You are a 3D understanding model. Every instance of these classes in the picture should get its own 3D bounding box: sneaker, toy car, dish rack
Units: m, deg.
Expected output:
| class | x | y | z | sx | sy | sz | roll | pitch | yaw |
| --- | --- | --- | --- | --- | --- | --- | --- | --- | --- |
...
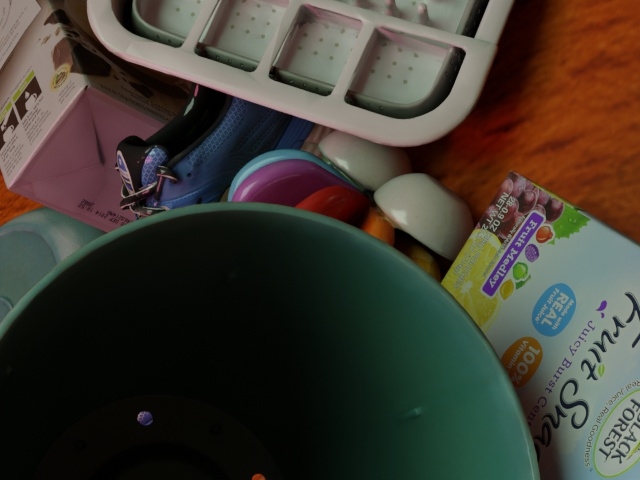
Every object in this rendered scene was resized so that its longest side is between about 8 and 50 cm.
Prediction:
| class | x | y | z | sx | sy | sz | roll | pitch | yaw |
| --- | --- | --- | --- | --- | --- | --- | --- | --- | --- |
| sneaker | -0.111 | -0.012 | 0.992 | 0.130 | 0.147 | 0.330 | 9 | 77 | 56 |
| toy car | 0.000 | 0.000 | 0.880 | 0.159 | 0.136 | 0.182 | -55 | 40 | 11 |
| dish rack | 0.018 | -0.231 | 0.932 | 0.285 | 0.072 | 0.333 | 19 | 75 | 13 |

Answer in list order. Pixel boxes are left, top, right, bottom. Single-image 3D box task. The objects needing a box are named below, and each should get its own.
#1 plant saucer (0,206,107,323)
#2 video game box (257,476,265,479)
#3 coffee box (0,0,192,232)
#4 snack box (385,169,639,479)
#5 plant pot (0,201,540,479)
| class | x | y | z | sx | sy | sz | roll | pitch | yaw |
| --- | --- | --- | --- | --- | --- | --- | --- | --- | --- |
| plant saucer | -0.307 | 0.108 | 1.232 | 0.317 | 0.043 | 0.318 | -23 | 55 | 38 |
| video game box | -0.070 | 0.292 | 0.874 | 0.205 | 0.048 | 0.187 | -42 | 47 | 24 |
| coffee box | -0.212 | -0.141 | 1.161 | 0.119 | 0.168 | 0.297 | -50 | 42 | 17 |
| snack box | 0.144 | 0.080 | 0.734 | 0.207 | 0.070 | 0.174 | 38 | 100 | 48 |
| plant pot | -0.065 | 0.152 | 0.704 | 0.235 | 0.293 | 0.293 | 141 | 141 | -64 |
